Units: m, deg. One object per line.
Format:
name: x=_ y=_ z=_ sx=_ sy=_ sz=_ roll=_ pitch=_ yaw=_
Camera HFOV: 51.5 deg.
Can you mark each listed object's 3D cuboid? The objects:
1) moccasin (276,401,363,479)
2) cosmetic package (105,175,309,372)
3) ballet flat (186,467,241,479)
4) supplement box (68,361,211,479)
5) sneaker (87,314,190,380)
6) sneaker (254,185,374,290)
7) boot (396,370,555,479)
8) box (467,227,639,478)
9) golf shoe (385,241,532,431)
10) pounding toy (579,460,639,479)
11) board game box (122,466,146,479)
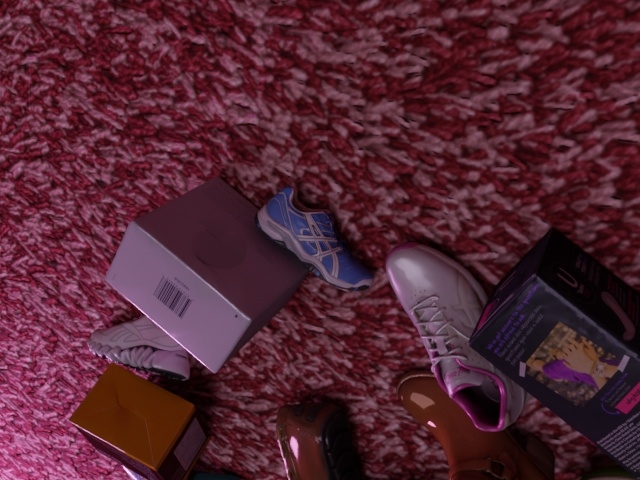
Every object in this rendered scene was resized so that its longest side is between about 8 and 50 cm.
moccasin: x=-0.001 y=0.469 z=1.192 sx=0.147 sy=0.139 sz=0.379 roll=-3 pitch=112 yaw=34
cosmetic package: x=-0.163 y=0.044 z=1.038 sx=0.224 sy=0.225 sz=0.138 roll=39 pitch=125 yaw=7
ballet flat: x=-0.266 y=0.499 z=1.352 sx=0.222 sy=0.077 sz=0.079 roll=13 pitch=121 yaw=1
supplement box: x=-0.337 y=0.362 z=1.268 sx=0.191 sy=0.129 sz=0.194 roll=22 pitch=148 yaw=16
sneaker: x=-0.336 y=0.189 z=1.266 sx=0.292 sy=0.110 sz=0.118 roll=0 pitch=67 yaw=40
sneaker: x=0.000 y=0.000 z=1.026 sx=0.211 sy=0.080 sz=0.081 roll=37 pitch=104 yaw=-1
boot: x=0.211 y=0.329 z=0.979 sx=0.283 sy=0.220 sz=0.109 roll=37 pitch=122 yaw=8
box: x=0.354 y=0.139 z=0.863 sx=0.270 sy=0.165 sz=0.143 roll=39 pitch=123 yaw=7
golf shoe: x=0.195 y=0.138 z=0.957 sx=0.115 sy=0.140 sz=0.306 roll=-40 pitch=89 yaw=34
pounding toy: x=0.455 y=0.384 z=0.963 sx=0.183 sy=0.110 sz=0.236 roll=30 pitch=134 yaw=15
board game box: x=-0.359 y=0.488 z=1.431 sx=0.136 sy=0.035 sz=0.201 roll=-34 pitch=94 yaw=33
